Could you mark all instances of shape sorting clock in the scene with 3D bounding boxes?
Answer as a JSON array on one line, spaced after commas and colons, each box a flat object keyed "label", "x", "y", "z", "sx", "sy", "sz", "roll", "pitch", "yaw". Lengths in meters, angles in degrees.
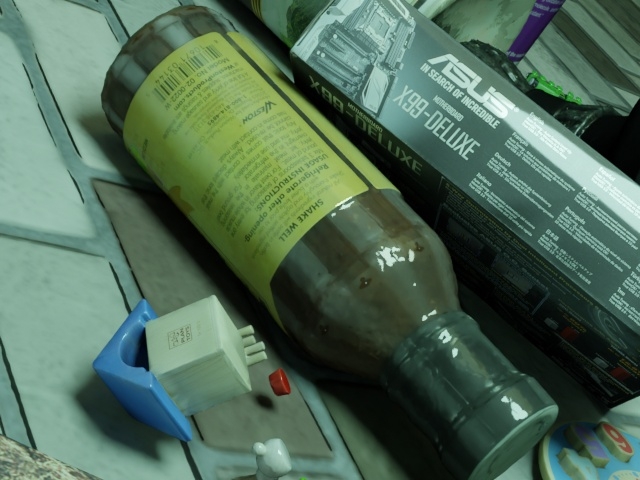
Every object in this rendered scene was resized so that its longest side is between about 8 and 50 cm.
[{"label": "shape sorting clock", "x": 0.228, "y": 0.185, "z": 0.820, "sx": 0.206, "sy": 0.040, "sz": 0.206, "roll": 29, "pitch": 26, "yaw": -15}]

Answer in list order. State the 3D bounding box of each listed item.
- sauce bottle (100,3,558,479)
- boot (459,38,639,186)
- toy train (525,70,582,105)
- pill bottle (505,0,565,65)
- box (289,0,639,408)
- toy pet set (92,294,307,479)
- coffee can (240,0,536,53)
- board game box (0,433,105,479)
[{"label": "sauce bottle", "x": 0.000, "y": 0.000, "z": 0.777, "sx": 0.111, "sy": 0.111, "sz": 0.344, "roll": -3, "pitch": 45, "yaw": -53}, {"label": "boot", "x": 0.194, "y": -0.082, "z": 1.001, "sx": 0.260, "sy": 0.131, "sz": 0.348, "roll": 48, "pitch": -16, "yaw": 20}, {"label": "toy train", "x": 0.280, "y": -0.176, "z": 1.544, "sx": 0.083, "sy": 0.017, "sz": 0.023, "roll": 27, "pitch": 37, "yaw": -19}, {"label": "pill bottle", "x": 0.180, "y": -0.303, "z": 1.278, "sx": 0.181, "sy": 0.323, "sz": 0.181, "roll": 29, "pitch": 26, "yaw": -15}, {"label": "box", "x": 0.120, "y": -0.021, "z": 0.869, "sx": 0.307, "sy": 0.076, "sz": 0.242, "roll": 40, "pitch": -8, "yaw": 10}, {"label": "toy pet set", "x": -0.057, "y": 0.091, "z": 0.636, "sx": 0.122, "sy": 0.065, "sz": 0.114, "roll": -105, "pitch": 170, "yaw": -50}, {"label": "coffee can", "x": 0.028, "y": -0.254, "z": 1.145, "sx": 0.275, "sy": 0.201, "sz": 0.201, "roll": 45, "pitch": 27, "yaw": 20}, {"label": "board game box", "x": -0.163, "y": 0.135, "z": 0.260, "sx": 0.291, "sy": 0.141, "sz": 0.232, "roll": 25, "pitch": 26, "yaw": -4}]
